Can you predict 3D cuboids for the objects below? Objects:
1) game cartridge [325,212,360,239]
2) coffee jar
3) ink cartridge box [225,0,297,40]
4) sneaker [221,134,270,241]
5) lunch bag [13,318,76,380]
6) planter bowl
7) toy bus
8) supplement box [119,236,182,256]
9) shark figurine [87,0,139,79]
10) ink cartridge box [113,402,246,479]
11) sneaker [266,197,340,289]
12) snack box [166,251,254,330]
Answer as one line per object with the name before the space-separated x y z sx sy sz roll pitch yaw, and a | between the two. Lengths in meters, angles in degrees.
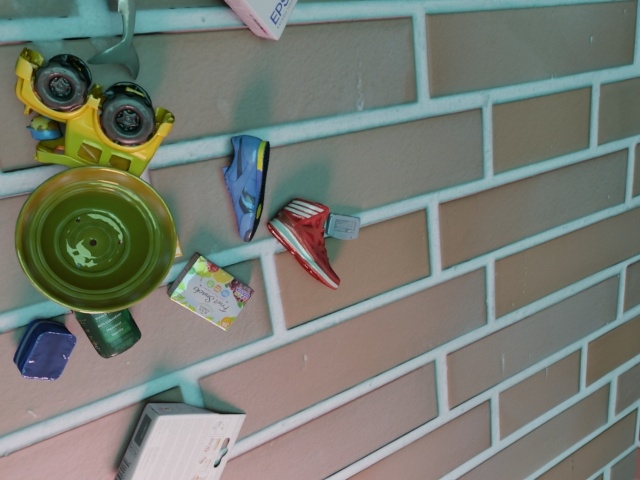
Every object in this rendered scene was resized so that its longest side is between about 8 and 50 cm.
game cartridge | 0.051 -0.030 1.082 0.083 0.017 0.055 8 94 -31
coffee jar | -0.386 0.105 0.815 0.079 0.096 0.184 -33 117 -28
ink cartridge box | -0.098 -0.558 0.754 0.323 0.072 0.330 -64 152 -1
sneaker | -0.151 -0.101 0.929 0.082 0.069 0.209 9 109 2
lunch bag | -0.469 0.187 0.807 0.067 0.065 0.098 29 86 -47
planter bowl | -0.341 0.001 0.728 0.217 0.090 0.216 4 82 -34
toy bus | -0.372 -0.163 0.746 0.220 0.149 0.211 22 106 -30
supplement box | -0.311 0.009 0.870 0.099 0.036 0.062 -18 109 -25
shark figurine | -0.326 -0.407 0.728 0.166 0.116 0.278 -27 107 13
ink cartridge box | -0.288 0.436 0.991 0.232 0.066 0.188 23 89 -53
sneaker | 0.000 0.000 1.019 0.128 0.087 0.221 -47 121 -10
snack box | -0.216 0.103 0.946 0.141 0.037 0.100 39 83 -31
